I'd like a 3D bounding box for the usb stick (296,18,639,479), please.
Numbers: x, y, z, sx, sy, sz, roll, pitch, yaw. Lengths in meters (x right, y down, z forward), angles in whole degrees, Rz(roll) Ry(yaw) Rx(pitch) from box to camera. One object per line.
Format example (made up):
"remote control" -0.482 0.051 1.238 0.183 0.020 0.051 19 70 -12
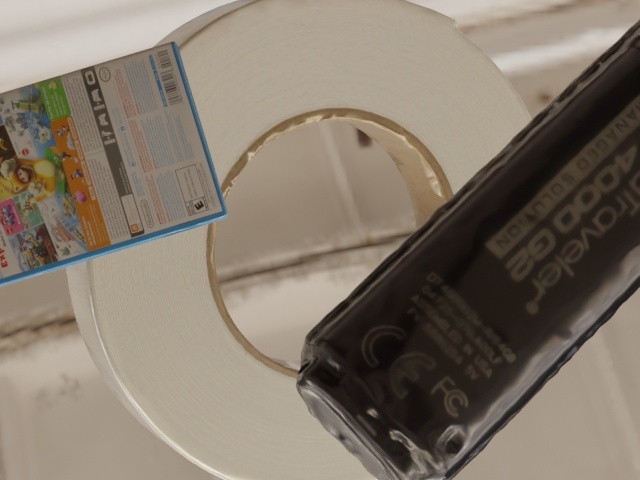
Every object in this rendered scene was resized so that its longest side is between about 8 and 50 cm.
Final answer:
"usb stick" 0.105 -0.016 0.664 0.278 0.045 0.077 -43 -91 -22

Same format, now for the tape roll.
"tape roll" 0.000 0.000 1.310 0.392 0.392 0.072 -31 -163 -16

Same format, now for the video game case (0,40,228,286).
"video game case" -0.155 -0.047 1.094 0.166 0.015 0.119 -17 -93 -1
